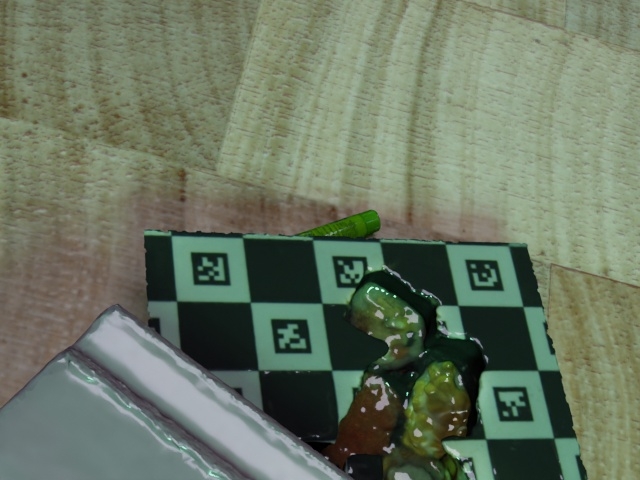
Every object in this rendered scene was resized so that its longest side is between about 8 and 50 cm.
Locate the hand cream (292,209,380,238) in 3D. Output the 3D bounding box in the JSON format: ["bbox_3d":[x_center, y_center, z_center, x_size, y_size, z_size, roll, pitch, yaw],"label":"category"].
[{"bbox_3d":[0.000,0.000,1.229,0.122,0.023,0.036,-21,74,-26],"label":"hand cream"}]

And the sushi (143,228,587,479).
[{"bbox_3d":[0.033,0.156,1.098,0.359,0.064,0.343,2,58,-18],"label":"sushi"}]

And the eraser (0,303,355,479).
[{"bbox_3d":[-0.085,0.246,0.882,0.359,0.122,0.272,36,48,8],"label":"eraser"}]
